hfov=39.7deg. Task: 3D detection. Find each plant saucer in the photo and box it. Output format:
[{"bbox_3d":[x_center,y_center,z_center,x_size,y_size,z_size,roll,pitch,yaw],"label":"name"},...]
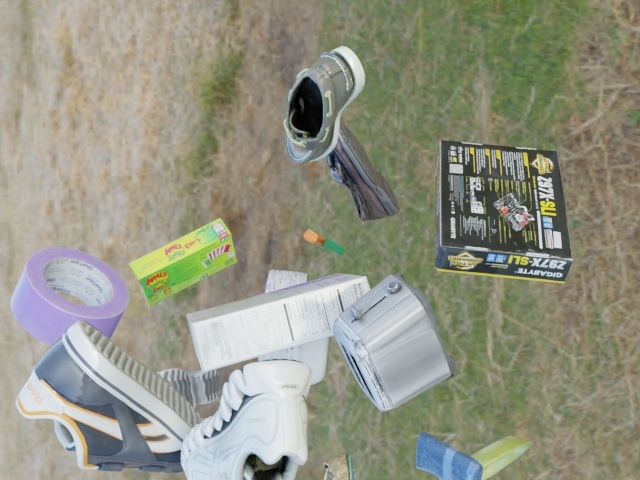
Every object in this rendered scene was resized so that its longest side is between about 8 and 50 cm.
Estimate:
[{"bbox_3d":[0.325,0.468,1.827,0.037,0.241,0.241,58,139,24],"label":"plant saucer"}]

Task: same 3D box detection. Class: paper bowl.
[{"bbox_3d":[-0.056,0.210,1.964,0.284,0.148,0.284,-176,90,-90],"label":"paper bowl"}]

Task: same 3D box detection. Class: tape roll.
[{"bbox_3d":[-0.439,0.101,1.561,0.080,0.189,0.189,-57,46,26],"label":"tape roll"}]

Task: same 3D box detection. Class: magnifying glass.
[{"bbox_3d":[0.000,0.000,1.824,0.092,0.231,0.026,30,90,10],"label":"magnifying glass"}]

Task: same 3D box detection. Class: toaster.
[{"bbox_3d":[0.120,0.175,1.448,0.129,0.146,0.227,46,165,55],"label":"toaster"}]

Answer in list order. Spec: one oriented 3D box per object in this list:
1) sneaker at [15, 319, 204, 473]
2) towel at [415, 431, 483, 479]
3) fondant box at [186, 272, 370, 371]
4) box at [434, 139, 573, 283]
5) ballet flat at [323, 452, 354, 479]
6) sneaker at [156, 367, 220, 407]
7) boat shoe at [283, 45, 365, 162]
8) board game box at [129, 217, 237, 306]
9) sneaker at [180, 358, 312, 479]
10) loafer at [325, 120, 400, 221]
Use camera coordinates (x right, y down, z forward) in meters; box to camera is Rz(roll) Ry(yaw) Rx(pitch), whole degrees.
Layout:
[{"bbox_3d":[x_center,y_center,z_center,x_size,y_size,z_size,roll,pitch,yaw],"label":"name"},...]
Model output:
[{"bbox_3d":[-0.247,0.224,1.111,0.127,0.321,0.126,-43,44,-4],"label":"sneaker"},{"bbox_3d":[0.204,0.358,1.421,0.119,0.029,0.067,23,126,39],"label":"towel"},{"bbox_3d":[-0.082,0.149,1.691,0.238,0.330,0.096,177,79,-79],"label":"fondant box"},{"bbox_3d":[0.362,-0.066,1.803,0.079,0.257,0.322,96,180,-47],"label":"box"},{"bbox_3d":[0.041,0.522,1.761,0.206,0.067,0.073,-99,-4,-47],"label":"ballet flat"},{"bbox_3d":[-0.333,0.340,1.974,0.115,0.281,0.105,-8,80,22],"label":"sneaker"},{"bbox_3d":[-0.017,-0.220,1.548,0.109,0.091,0.305,53,152,11],"label":"boat shoe"},{"bbox_3d":[-0.244,0.040,1.593,0.043,0.181,0.092,52,162,32],"label":"board game box"},{"bbox_3d":[-0.086,0.248,1.000,0.292,0.110,0.118,119,145,-48],"label":"sneaker"},{"bbox_3d":[0.066,-0.127,1.814,0.095,0.302,0.109,-26,50,15],"label":"loafer"}]
